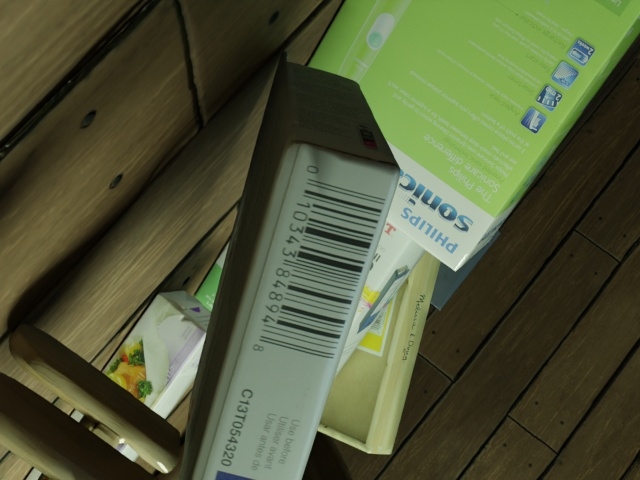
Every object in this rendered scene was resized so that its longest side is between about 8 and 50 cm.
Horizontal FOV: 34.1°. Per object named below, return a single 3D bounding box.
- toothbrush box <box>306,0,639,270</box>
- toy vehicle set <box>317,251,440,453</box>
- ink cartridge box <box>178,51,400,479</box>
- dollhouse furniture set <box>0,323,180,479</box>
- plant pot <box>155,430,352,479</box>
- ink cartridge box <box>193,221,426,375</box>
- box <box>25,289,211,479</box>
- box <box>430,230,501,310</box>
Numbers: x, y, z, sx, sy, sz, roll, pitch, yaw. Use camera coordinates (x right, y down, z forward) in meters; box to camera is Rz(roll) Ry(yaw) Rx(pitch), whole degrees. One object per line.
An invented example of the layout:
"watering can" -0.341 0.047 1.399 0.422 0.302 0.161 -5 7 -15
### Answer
"toothbrush box" 0.123 -0.153 0.878 0.283 0.206 0.122 -58 167 22
"toy vehicle set" 0.037 0.071 1.097 0.035 0.166 0.267 12 93 -44
"ink cartridge box" -0.036 0.053 0.711 0.330 0.071 0.324 -93 -162 -72
"dollhouse furniture set" -0.291 0.227 0.580 0.362 0.256 0.394 -52 -171 1
"plant pot" -0.109 0.342 1.416 0.229 0.263 0.263 -37 171 12
"ink cartridge box" -0.001 0.016 1.020 0.212 0.154 0.093 -55 164 19
"box" -0.207 0.191 0.978 0.324 0.063 0.067 -54 166 8
"box" 0.173 0.007 1.632 0.156 0.093 0.158 -52 -159 -1
